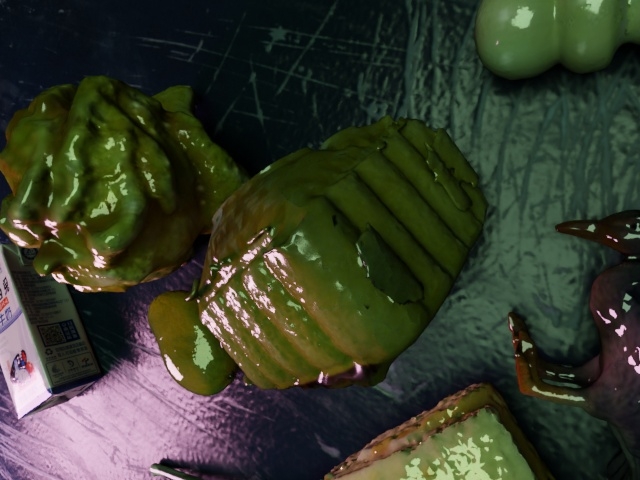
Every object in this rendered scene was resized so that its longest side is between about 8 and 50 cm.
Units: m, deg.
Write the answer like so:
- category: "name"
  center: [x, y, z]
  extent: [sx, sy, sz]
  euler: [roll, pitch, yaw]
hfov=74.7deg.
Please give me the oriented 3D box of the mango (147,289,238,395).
- category: "mango"
  center: [-0.202, 0.153, 0.663]
  extent: [0.122, 0.086, 0.191]
  euler: [-43, 75, 24]

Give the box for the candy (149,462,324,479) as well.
- category: "candy"
  center: [-0.119, 0.389, 0.635]
  extent: [0.440, 0.119, 0.119]
  euler: [-5, 90, 34]

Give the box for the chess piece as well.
- category: "chess piece"
  center: [0.280, -0.224, 0.401]
  extent: [0.251, 0.144, 0.144]
  euler: [2, 93, 32]

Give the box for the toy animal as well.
- category: "toy animal"
  center: [0.289, 0.122, 0.403]
  extent: [0.186, 0.122, 0.298]
  euler: [-15, 86, 25]

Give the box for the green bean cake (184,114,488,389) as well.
- category: "green bean cake"
  center: [0.000, 0.000, 0.488]
  extent: [0.202, 0.285, 0.310]
  euler: [50, 137, -8]

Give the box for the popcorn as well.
- category: "popcorn"
  center: [-0.245, -0.081, 0.577]
  extent: [0.326, 0.290, 0.321]
  euler: [16, 95, -4]

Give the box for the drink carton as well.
- category: "drink carton"
  center: [-0.562, 0.167, 0.829]
  extent: [0.131, 0.107, 0.314]
  euler: [-35, 75, 21]

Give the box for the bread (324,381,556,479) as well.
- category: "bread"
  center: [0.184, 0.368, 0.439]
  extent: [0.237, 0.165, 0.375]
  euler: [-36, 76, 18]
